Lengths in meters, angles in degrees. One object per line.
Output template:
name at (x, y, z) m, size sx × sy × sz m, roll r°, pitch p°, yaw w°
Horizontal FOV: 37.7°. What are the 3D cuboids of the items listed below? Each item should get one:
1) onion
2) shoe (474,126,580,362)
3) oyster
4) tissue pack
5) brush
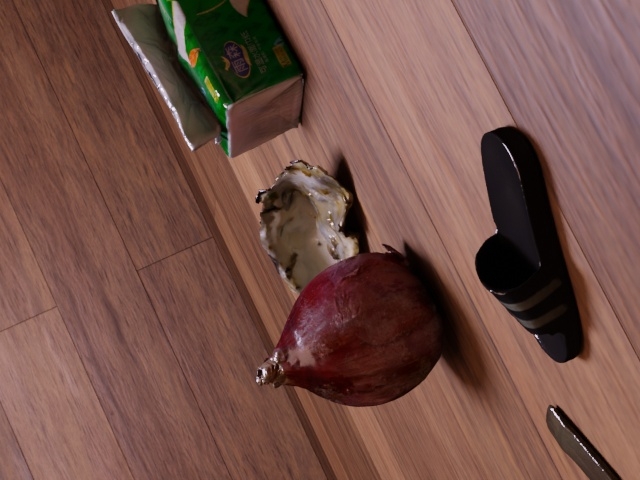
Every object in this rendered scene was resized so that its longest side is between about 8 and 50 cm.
onion at (0.025, 0.102, 0.946) m, size 0.159 × 0.195 × 0.159 m, roll 51°, pitch 155°, yaw 35°
shoe at (0.128, 0.011, 0.643) m, size 0.071 × 0.049 × 0.179 m, roll 46°, pitch 158°, yaw 62°
oyster at (0.007, 0.001, 1.150) m, size 0.166 × 0.094 × 0.294 m, roll 41°, pitch 150°, yaw 20°
tissue pack at (-0.132, -0.217, 1.104) m, size 0.209 × 0.156 × 0.148 m, roll 62°, pitch 171°, yaw 13°
brush at (0.216, 0.198, 0.689) m, size 0.190 × 0.028 × 0.034 m, roll -125°, pitch 17°, yaw -46°
